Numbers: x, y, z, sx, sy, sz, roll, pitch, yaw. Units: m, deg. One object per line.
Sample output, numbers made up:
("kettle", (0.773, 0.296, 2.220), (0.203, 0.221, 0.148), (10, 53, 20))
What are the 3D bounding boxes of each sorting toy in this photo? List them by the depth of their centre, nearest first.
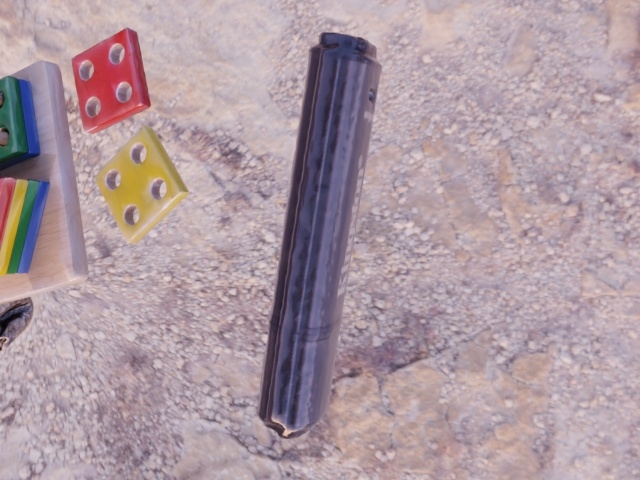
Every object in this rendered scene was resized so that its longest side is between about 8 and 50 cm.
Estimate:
("sorting toy", (-0.202, -0.030, 0.440), (0.046, 0.274, 0.132), (3, 75, -61))

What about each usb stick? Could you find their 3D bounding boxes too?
("usb stick", (0.000, 0.000, 0.522), (0.045, 0.077, 0.278), (12, 99, 23))

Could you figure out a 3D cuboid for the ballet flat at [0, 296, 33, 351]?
("ballet flat", (-0.323, 0.080, 0.522), (0.250, 0.084, 0.058), (-16, 71, -43))
